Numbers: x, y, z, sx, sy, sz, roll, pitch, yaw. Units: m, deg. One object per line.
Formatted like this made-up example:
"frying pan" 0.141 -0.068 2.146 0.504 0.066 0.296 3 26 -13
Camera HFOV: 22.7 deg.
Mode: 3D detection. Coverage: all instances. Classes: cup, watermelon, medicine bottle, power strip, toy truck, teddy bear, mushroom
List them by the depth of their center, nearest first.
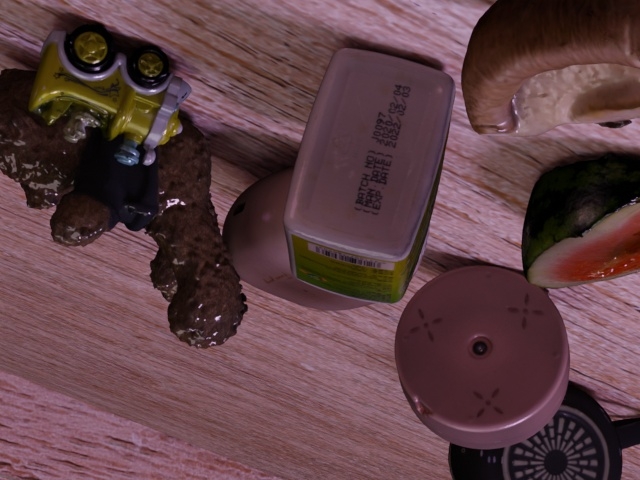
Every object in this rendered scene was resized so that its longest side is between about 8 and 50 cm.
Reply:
"mushroom" 0.154 -0.098 0.805 0.209 0.072 0.094 -4 157 44
"medicine bottle" 0.032 -0.031 1.057 0.088 0.132 0.188 14 166 5
"toy truck" -0.148 -0.098 1.115 0.111 0.077 0.076 20 165 -14
"watermelon" 0.203 -0.004 1.131 0.119 0.063 0.245 1 162 5
"teddy bear" -0.144 -0.044 1.217 0.251 0.129 0.182 39 -174 -20
"power strip" 0.142 0.100 1.376 0.154 0.154 0.078 13 161 14
"cup" 0.254 0.235 1.746 0.223 0.169 0.176 -12 175 -14

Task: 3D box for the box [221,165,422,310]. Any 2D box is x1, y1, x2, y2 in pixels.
"box" 0.000 0.000 1.282 0.146 0.088 0.200 23 164 -17
